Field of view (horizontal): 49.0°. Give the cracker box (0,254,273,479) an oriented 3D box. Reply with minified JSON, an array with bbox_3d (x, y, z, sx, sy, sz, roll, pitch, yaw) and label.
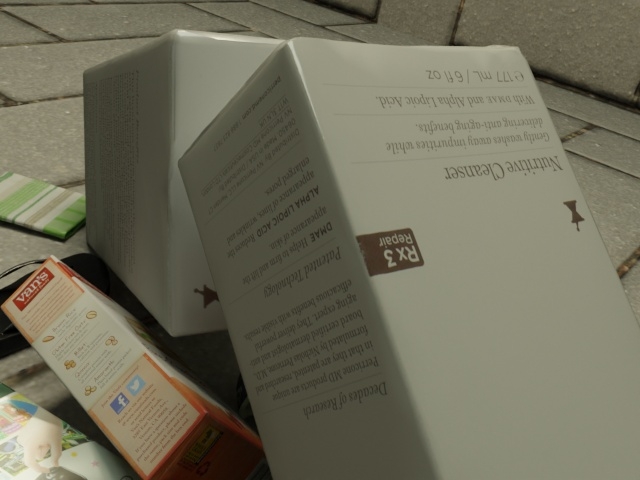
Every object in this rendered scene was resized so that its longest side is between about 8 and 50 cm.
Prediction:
[{"bbox_3d":[-0.146,0.123,0.589,0.232,0.155,0.067,33,77,34],"label":"cracker box"}]

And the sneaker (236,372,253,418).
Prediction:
[{"bbox_3d":[0.008,0.164,0.682,0.192,0.064,0.086,15,35,6],"label":"sneaker"}]

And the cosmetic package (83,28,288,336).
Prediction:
[{"bbox_3d":[-0.137,-0.075,0.737,0.161,0.230,0.453,-3,11,-25],"label":"cosmetic package"}]

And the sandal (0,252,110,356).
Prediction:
[{"bbox_3d":[-0.316,0.068,0.731,0.097,0.054,0.254,23,30,20],"label":"sandal"}]

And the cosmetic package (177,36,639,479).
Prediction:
[{"bbox_3d":[0.081,0.083,0.434,0.217,0.156,0.385,-12,75,-38],"label":"cosmetic package"}]

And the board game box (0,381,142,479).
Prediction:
[{"bbox_3d":[-0.303,0.169,0.441,0.303,0.097,0.224,29,29,7],"label":"board game box"}]

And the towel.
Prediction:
[{"bbox_3d":[-0.391,-0.046,0.957,0.152,0.023,0.113,17,30,5],"label":"towel"}]
